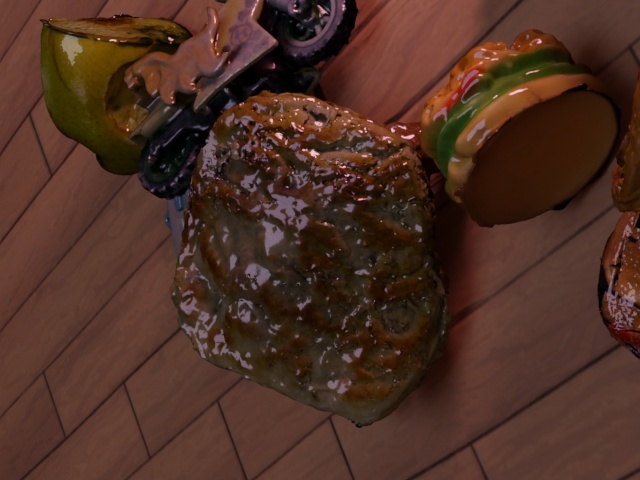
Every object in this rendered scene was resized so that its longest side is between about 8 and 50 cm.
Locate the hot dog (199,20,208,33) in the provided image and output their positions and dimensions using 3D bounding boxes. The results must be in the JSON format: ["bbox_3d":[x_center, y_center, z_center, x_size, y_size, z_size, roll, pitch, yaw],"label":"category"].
[{"bbox_3d":[-0.161,-0.311,2.286,0.058,0.035,0.083,56,133,25],"label":"hot dog"}]

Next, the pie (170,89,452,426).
[{"bbox_3d":[-0.015,0.020,1.928,0.395,0.180,0.418,11,98,16],"label":"pie"}]

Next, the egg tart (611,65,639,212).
[{"bbox_3d":[0.394,-0.172,1.454,0.153,0.351,0.339,25,136,15],"label":"egg tart"}]

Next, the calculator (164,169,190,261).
[{"bbox_3d":[-0.141,-0.062,2.279,0.386,0.054,0.256,-14,84,52],"label":"calculator"}]

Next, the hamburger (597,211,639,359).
[{"bbox_3d":[0.407,0.041,1.582,0.231,0.107,0.231,1,92,53],"label":"hamburger"}]

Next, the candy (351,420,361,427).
[{"bbox_3d":[0.065,0.142,2.036,0.141,0.078,0.203,32,102,32],"label":"candy"}]

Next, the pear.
[{"bbox_3d":[-0.331,-0.225,2.345,0.164,0.238,0.255,30,116,40],"label":"pear"}]

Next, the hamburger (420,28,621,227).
[{"bbox_3d":[0.219,-0.134,1.703,0.149,0.237,0.237,57,134,35],"label":"hamburger"}]

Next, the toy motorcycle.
[{"bbox_3d":[-0.124,-0.245,2.090,0.410,0.169,0.237,-42,43,16],"label":"toy motorcycle"}]
